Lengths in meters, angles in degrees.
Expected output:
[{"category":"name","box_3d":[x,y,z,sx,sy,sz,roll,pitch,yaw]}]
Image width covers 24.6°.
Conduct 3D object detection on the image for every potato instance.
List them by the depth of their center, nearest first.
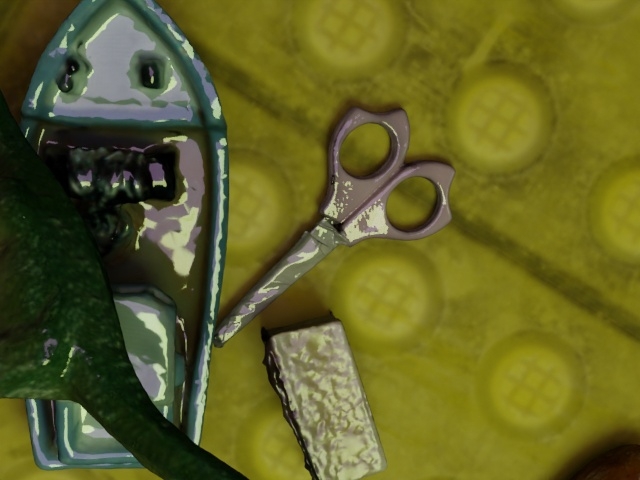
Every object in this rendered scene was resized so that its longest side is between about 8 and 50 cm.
[{"category":"potato","box_3d":[0.003,0.113,1.028,0.061,0.086,0.122,-20,94,-1]}]

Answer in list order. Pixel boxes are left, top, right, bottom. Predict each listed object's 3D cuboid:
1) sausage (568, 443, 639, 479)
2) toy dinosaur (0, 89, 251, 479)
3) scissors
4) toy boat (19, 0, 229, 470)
[{"category":"sausage","box_3d":[0.126,0.249,1.064,0.302,0.076,0.103,-24,101,-3]},{"category":"toy dinosaur","box_3d":[-0.118,0.024,0.840,0.300,0.087,0.447,-10,72,21]},{"category":"scissors","box_3d":[0.000,0.000,1.042,0.212,0.021,0.110,-43,104,0]},{"category":"toy boat","box_3d":[-0.133,-0.006,0.969,0.145,0.133,0.332,1,98,-6]}]
